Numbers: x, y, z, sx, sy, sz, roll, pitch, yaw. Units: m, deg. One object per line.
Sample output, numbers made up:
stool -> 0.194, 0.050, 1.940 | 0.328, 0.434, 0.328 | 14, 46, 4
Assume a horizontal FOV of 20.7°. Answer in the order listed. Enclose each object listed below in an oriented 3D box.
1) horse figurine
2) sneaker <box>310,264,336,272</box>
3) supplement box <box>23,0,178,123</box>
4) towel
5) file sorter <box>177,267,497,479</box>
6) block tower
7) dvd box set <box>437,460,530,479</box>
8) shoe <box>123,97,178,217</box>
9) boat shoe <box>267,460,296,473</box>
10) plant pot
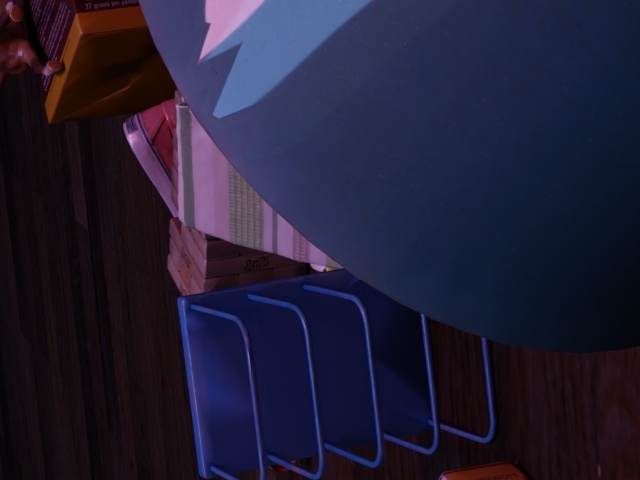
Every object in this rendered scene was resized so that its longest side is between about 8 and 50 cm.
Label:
horse figurine -> -0.293, -0.228, 1.567 | 0.174, 0.066, 0.263 | -14, 88, 64
sneaker -> 0.000, 0.000, 1.312 | 0.083, 0.031, 0.035 | 29, 112, 60
supplement box -> -0.187, -0.236, 1.560 | 0.191, 0.129, 0.194 | 130, 128, -64
towel -> -0.032, -0.041, 1.255 | 0.152, 0.023, 0.113 | 15, 127, 20
file sorter -> 0.012, 0.084, 1.106 | 0.104, 0.170, 0.118 | -172, 74, -66
block tower -> -0.057, -0.098, 1.327 | 0.097, 0.091, 0.335 | -124, 32, -48
dvd box set -> 0.167, 0.360, 0.964 | 0.420, 0.062, 0.308 | -132, 38, -56
shoe -> -0.090, -0.049, 1.480 | 0.178, 0.081, 0.063 | 59, -172, -35
boat shoe -> -0.026, 0.133, 1.409 | 0.043, 0.049, 0.137 | -132, 43, -52
plant pot -> 0.112, -0.145, 0.601 | 0.235, 0.293, 0.293 | -47, 53, 46
